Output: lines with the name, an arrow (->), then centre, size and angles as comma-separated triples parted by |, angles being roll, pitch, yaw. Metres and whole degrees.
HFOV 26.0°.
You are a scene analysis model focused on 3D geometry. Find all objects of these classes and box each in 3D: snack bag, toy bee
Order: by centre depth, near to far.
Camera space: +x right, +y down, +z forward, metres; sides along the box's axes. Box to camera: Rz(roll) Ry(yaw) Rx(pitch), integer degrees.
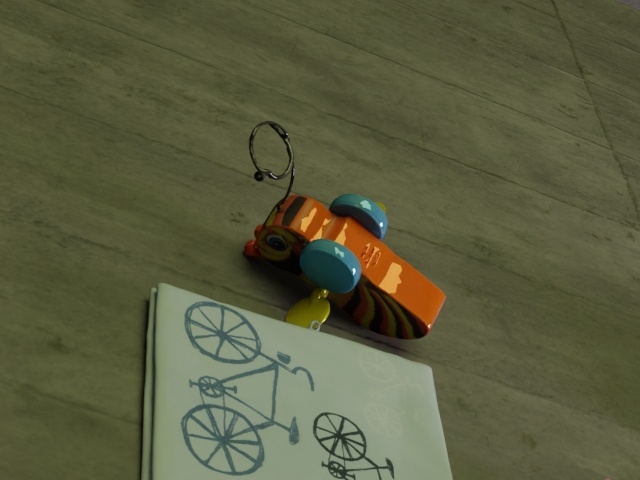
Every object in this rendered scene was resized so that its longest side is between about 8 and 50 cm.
snack bag -> -0.014, 0.191, 1.380 | 0.343, 0.037, 0.323 | 17, 33, -18
toy bee -> 0.000, 0.000, 1.580 | 0.195, 0.162, 0.298 | -32, 97, -40

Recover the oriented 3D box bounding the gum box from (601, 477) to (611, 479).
gum box -> 0.268, 0.315, 1.403 | 0.188, 0.062, 0.107 | -7, 46, -45
